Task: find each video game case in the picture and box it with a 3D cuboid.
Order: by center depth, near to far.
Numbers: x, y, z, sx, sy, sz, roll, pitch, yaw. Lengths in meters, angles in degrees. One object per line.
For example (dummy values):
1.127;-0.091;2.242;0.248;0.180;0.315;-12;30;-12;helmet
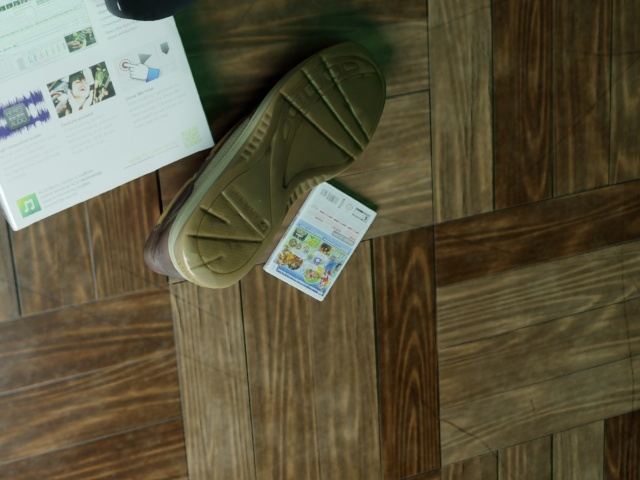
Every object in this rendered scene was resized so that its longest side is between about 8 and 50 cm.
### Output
0.000;0.000;1.677;0.087;0.011;0.122;30;94;-32;video game case

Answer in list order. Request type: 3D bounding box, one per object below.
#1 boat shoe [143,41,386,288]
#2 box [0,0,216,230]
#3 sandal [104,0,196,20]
-0.063;-0.085;1.556;0.123;0.123;0.342;50;61;-26;boat shoe
-0.259;-0.198;1.453;0.232;0.058;0.322;-24;119;-16;box
-0.107;-0.284;1.451;0.255;0.054;0.097;-26;117;-36;sandal
